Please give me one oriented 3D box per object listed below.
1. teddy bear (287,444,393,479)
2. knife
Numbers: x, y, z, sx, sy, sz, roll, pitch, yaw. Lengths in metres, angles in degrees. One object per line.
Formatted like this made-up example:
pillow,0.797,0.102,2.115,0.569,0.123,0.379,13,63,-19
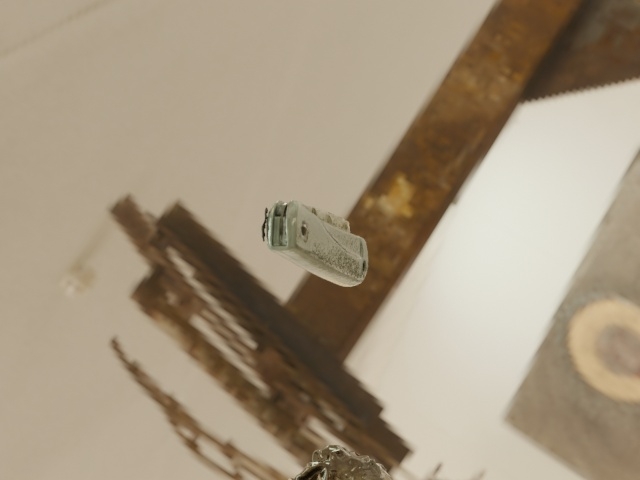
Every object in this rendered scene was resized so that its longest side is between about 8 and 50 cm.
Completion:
teddy bear,0.023,0.207,0.653,0.129,0.251,0.182,-27,13,38
knife,0.000,0.000,1.010,0.162,0.023,0.044,29,-115,-70
